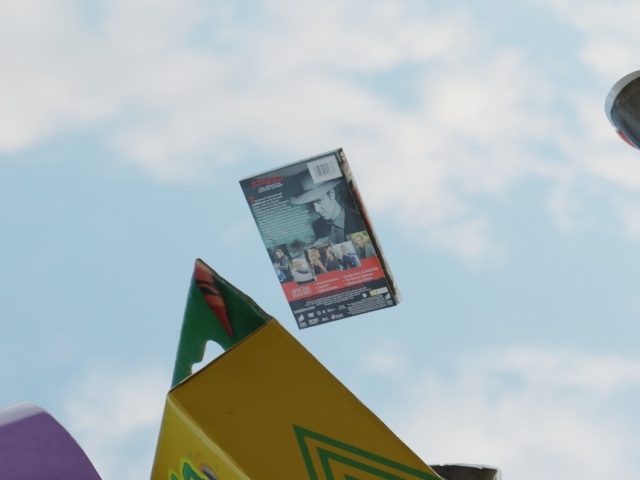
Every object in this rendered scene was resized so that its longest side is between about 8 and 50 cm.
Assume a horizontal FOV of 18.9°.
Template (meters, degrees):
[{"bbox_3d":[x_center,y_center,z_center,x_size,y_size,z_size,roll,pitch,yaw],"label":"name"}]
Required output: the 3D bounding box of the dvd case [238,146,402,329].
[{"bbox_3d":[0.000,0.000,1.365,0.087,0.119,0.013,-16,-167,31],"label":"dvd case"}]

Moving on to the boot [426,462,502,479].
[{"bbox_3d":[0.041,0.382,1.907,0.138,0.377,0.284,8,-110,-47],"label":"boot"}]

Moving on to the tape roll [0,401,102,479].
[{"bbox_3d":[-0.167,0.234,1.088,0.090,0.274,0.275,-19,-134,-25],"label":"tape roll"}]

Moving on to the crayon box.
[{"bbox_3d":[0.007,0.182,1.007,0.081,0.202,0.318,-36,-113,-30],"label":"crayon box"}]

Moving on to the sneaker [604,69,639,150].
[{"bbox_3d":[0.271,-0.064,1.365,0.158,0.061,0.065,35,-168,-21],"label":"sneaker"}]
